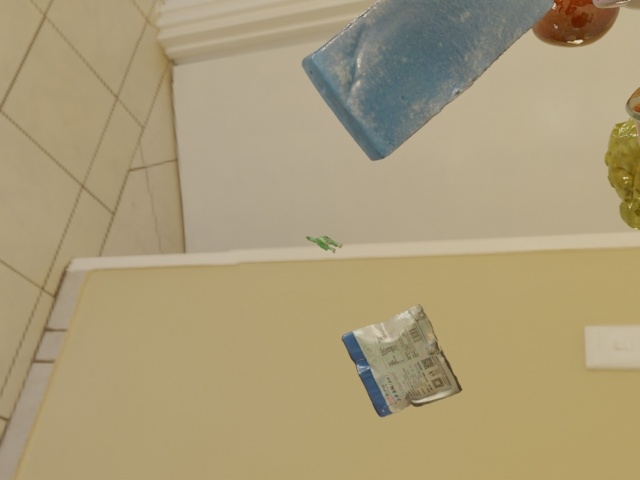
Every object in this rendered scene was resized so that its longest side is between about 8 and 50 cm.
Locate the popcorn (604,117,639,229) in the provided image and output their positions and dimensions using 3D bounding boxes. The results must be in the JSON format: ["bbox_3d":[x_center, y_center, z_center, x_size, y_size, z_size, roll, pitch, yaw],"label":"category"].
[{"bbox_3d":[0.616,-0.146,1.197,0.235,0.250,0.242,-12,84,-58],"label":"popcorn"}]

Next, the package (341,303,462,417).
[{"bbox_3d":[0.141,0.217,1.237,0.171,0.173,0.027,64,28,-2],"label":"package"}]

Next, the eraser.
[{"bbox_3d":[0.133,-0.241,0.807,0.312,0.042,0.144,-42,105,-15],"label":"eraser"}]

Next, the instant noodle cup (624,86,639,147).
[{"bbox_3d":[0.485,-0.065,0.743,0.296,0.296,0.214,-53,134,-56],"label":"instant noodle cup"}]

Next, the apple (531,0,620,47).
[{"bbox_3d":[0.532,-0.495,1.468,0.181,0.168,0.181,-2,90,-89],"label":"apple"}]

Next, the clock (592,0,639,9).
[{"bbox_3d":[0.630,-0.443,1.118,0.295,0.322,0.114,-19,104,-37],"label":"clock"}]

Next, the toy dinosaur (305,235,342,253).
[{"bbox_3d":[0.000,0.000,1.060,0.021,0.062,0.083,-64,154,-7],"label":"toy dinosaur"}]
